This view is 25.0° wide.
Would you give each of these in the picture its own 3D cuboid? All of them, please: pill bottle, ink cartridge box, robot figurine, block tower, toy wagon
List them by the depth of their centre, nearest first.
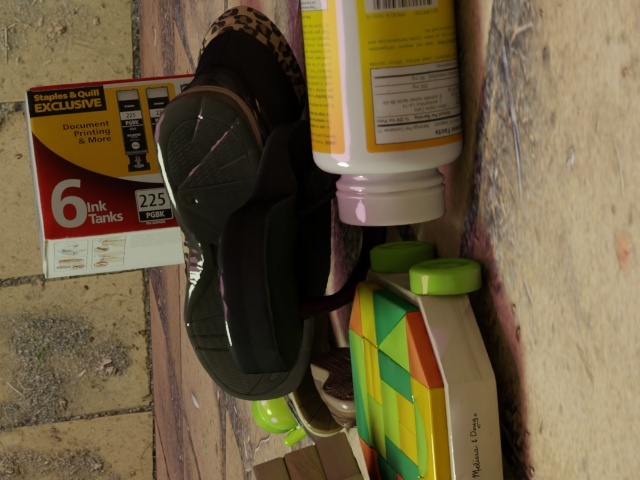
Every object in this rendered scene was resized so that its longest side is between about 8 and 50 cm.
[{"bbox_3d":[0.048,-0.123,1.104,0.117,0.117,0.214,-147,52,-74],"label":"pill bottle"},{"bbox_3d":[0.078,0.137,1.220,0.344,0.068,0.267,-153,57,-75],"label":"toy wagon"},{"bbox_3d":[0.028,0.312,1.295,0.097,0.091,0.335,-112,3,-48],"label":"block tower"},{"bbox_3d":[-0.205,-0.114,1.796,0.130,0.310,0.271,112,149,-65],"label":"ink cartridge box"},{"bbox_3d":[-0.050,0.209,1.832,0.101,0.067,0.115,54,163,5],"label":"robot figurine"}]

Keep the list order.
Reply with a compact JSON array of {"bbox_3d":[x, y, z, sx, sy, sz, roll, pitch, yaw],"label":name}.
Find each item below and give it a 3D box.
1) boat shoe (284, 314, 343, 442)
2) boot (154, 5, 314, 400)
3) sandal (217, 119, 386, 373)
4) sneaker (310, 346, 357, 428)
[{"bbox_3d":[-0.025,0.133,1.654,0.073,0.080,0.223,110,147,-53],"label":"boat shoe"},{"bbox_3d":[-0.077,-0.046,1.561,0.284,0.138,0.377,-82,-19,-57],"label":"boot"},{"bbox_3d":[0.000,0.003,1.291,0.445,0.107,0.167,-72,-25,-70],"label":"sandal"},{"bbox_3d":[0.038,0.159,1.463,0.188,0.066,0.071,-132,18,-78],"label":"sneaker"}]
